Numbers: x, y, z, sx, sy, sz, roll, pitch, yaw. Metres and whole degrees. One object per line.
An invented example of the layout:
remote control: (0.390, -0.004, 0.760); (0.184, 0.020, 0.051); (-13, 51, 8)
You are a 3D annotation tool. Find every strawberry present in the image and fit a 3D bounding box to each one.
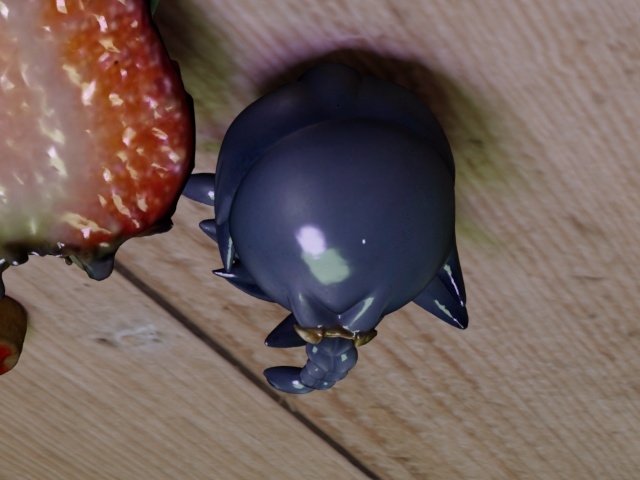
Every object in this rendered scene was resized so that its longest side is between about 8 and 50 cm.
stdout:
strawberry: (-0.202, -0.120, 1.054); (0.233, 0.138, 0.306); (-15, 117, -18)

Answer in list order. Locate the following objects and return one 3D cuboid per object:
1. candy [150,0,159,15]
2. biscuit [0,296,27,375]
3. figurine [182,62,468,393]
candy: (-0.136, -0.106, 1.154); (0.060, 0.060, 0.201); (16, 142, -14)
biscuit: (-0.443, 0.042, 1.495); (0.381, 0.074, 0.359); (20, 152, -15)
figurine: (0.009, -0.006, 1.181); (0.175, 0.197, 0.265); (-28, 148, -8)
